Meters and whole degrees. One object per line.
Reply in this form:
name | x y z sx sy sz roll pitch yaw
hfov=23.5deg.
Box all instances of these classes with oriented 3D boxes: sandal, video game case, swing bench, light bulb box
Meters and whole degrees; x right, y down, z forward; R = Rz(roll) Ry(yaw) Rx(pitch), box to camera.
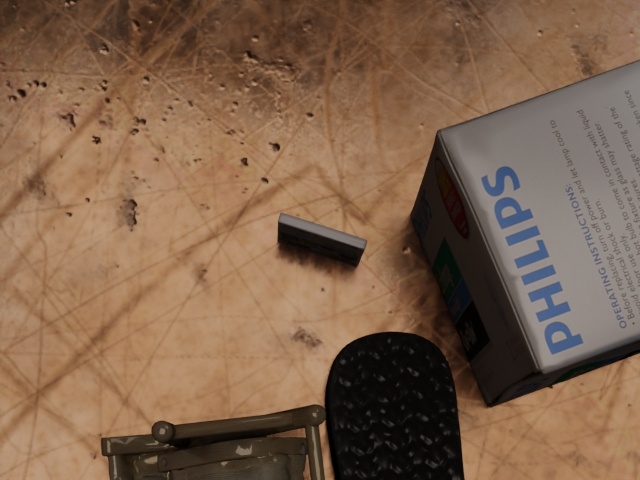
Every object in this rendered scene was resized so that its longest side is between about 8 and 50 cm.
sandal | 0.081 0.312 1.490 0.168 0.107 0.445 2 68 -1
video game case | 0.000 0.000 1.514 0.087 0.122 0.011 18 81 1
swing bench | -0.094 0.292 1.412 0.165 0.255 0.253 -3 80 -19
light bulb box | 0.296 -0.021 1.410 0.361 0.358 0.225 -20 80 -4
